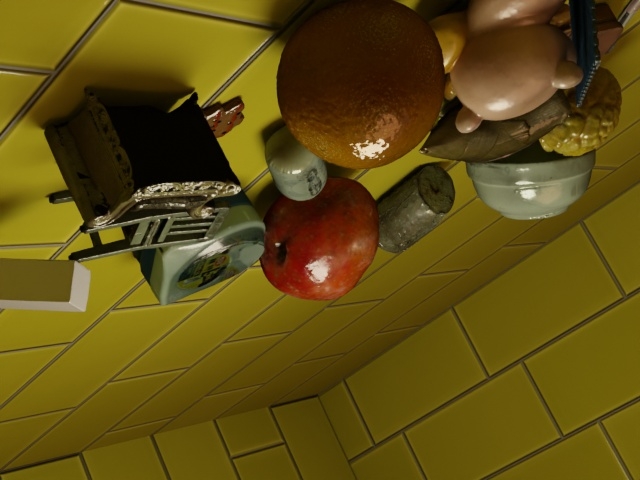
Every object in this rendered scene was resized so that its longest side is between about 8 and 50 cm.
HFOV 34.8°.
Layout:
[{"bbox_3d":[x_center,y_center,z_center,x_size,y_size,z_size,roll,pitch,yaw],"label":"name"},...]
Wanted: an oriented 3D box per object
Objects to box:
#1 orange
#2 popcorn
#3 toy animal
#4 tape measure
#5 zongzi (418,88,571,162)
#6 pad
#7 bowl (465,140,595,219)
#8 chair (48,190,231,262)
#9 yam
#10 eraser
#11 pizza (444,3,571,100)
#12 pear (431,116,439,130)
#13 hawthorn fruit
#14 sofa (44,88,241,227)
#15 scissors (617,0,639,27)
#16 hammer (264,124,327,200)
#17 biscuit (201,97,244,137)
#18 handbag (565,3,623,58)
[{"bbox_3d":[0.066,-0.250,1.619,0.274,0.274,0.274,-24,162,-8],"label":"orange"},{"bbox_3d":[0.559,-0.300,2.271,0.226,0.203,0.200,-52,-170,11],"label":"popcorn"},{"bbox_3d":[0.356,-0.341,1.780,0.345,0.247,0.277,-40,165,23],"label":"toy animal"},{"bbox_3d":[-0.247,0.004,2.107,0.262,0.138,0.259,-19,162,-21],"label":"tape measure"},{"bbox_3d":[0.361,-0.240,2.097,0.273,0.145,0.300,-21,-178,25],"label":"zongzi"},{"bbox_3d":[0.449,-0.388,1.750,0.012,0.270,0.269,-3,169,7],"label":"pad"},{"bbox_3d":[0.502,-0.150,2.433,0.307,0.163,0.307,-8,-162,3],"label":"bowl"},{"bbox_3d":[-0.316,-0.069,1.775,0.270,0.147,0.136,-12,158,-28],"label":"chair"},{"bbox_3d":[0.217,-0.066,2.549,0.154,0.154,0.254,-7,157,-46],"label":"yam"},{"bbox_3d":[-0.553,0.074,1.751,0.298,0.076,0.078,1,165,7],"label":"eraser"},{"bbox_3d":[0.374,-0.364,2.015,0.305,0.086,0.161,-34,162,28],"label":"pizza"},{"bbox_3d":[0.194,-0.261,2.063,0.092,0.092,0.097,-5,111,-49],"label":"pear"},{"bbox_3d":[0.000,0.000,2.222,0.284,0.284,0.284,-24,162,-8],"label":"hawthorn fruit"},{"bbox_3d":[-0.286,-0.112,1.618,0.258,0.200,0.182,-8,153,-49],"label":"sofa"},{"bbox_3d":[0.662,-0.497,2.142,0.085,0.022,0.176,-21,159,-25],"label":"scissors"},{"bbox_3d":[0.038,-0.199,1.995,0.305,0.113,0.202,-30,166,-4],"label":"hammer"},{"bbox_3d":[-0.191,-0.204,1.782,0.130,0.019,0.119,-13,158,-34],"label":"biscuit"},{"bbox_3d":[0.541,-0.410,2.143,0.151,0.072,0.193,-19,160,-22],"label":"handbag"}]
